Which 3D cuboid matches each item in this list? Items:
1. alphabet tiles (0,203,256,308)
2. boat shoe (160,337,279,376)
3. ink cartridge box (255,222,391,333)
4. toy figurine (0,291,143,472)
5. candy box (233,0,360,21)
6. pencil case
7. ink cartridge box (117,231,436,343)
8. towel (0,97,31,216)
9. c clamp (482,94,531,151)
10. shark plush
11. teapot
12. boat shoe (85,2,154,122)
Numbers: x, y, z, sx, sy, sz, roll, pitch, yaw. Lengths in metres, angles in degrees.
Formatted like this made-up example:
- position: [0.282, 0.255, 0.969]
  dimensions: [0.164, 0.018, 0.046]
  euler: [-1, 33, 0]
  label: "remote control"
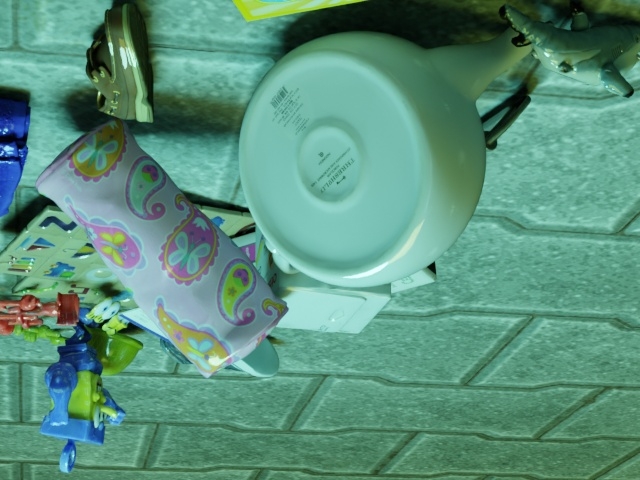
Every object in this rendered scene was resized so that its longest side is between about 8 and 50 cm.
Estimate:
- position: [-0.220, 0.020, 1.678]
  dimensions: [0.342, 0.011, 0.285]
  euler: [9, 149, -35]
  label: "alphabet tiles"
- position: [-0.150, 0.163, 2.019]
  dimensions: [0.083, 0.065, 0.183]
  euler: [-21, 144, 41]
  label: "boat shoe"
- position: [0.000, 0.000, 1.488]
  dimensions: [0.127, 0.176, 0.128]
  euler: [5, 156, -14]
  label: "ink cartridge box"
- position: [-0.353, 0.207, 1.830]
  dimensions: [0.191, 0.217, 0.362]
  euler: [0, 167, 1]
  label: "toy figurine"
- position: [0.017, -0.234, 1.129]
  dimensions: [0.205, 0.027, 0.105]
  euler: [-8, 159, 15]
  label: "candy box"
- position: [-0.161, 0.005, 1.378]
  dimensions: [0.124, 0.284, 0.124]
  euler: [-42, 180, 0]
  label: "pencil case"
- position: [-0.056, 0.048, 1.702]
  dimensions: [0.370, 0.069, 0.176]
  euler: [-18, 154, 18]
  label: "ink cartridge box"
- position: [-0.463, -0.087, 1.389]
  dimensions: [0.308, 0.076, 0.228]
  euler: [6, 155, -17]
  label: "towel"
- position: [0.148, -0.088, 1.378]
  dimensions: [0.022, 0.137, 0.160]
  euler: [49, 136, -4]
  label: "c clamp"
- position: [0.225, -0.185, 1.228]
  dimensions: [0.161, 0.067, 0.073]
  euler: [17, -171, -18]
  label: "shark plush"
- position: [0.058, -0.078, 1.279]
  dimensions: [0.256, 0.253, 0.187]
  euler: [6, -168, 34]
  label: "teapot"
- position: [-0.188, -0.159, 1.248]
  dimensions: [0.060, 0.064, 0.178]
  euler: [-2, 160, -4]
  label: "boat shoe"
